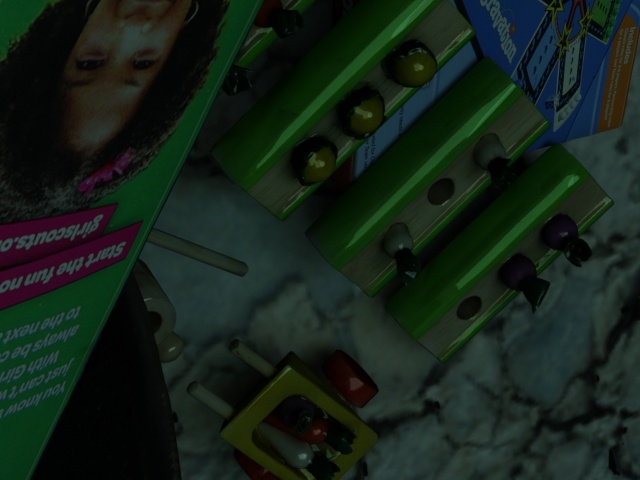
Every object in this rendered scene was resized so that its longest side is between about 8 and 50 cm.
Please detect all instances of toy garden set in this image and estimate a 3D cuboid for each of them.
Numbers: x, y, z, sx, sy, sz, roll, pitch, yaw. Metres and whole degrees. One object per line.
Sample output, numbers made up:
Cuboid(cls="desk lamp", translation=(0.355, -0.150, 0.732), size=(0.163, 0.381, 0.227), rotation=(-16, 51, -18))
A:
Cuboid(cls="toy garden set", translation=(0.000, 0.000, 0.608), size=(0.204, 0.049, 0.244), rotation=(-44, 134, 6))

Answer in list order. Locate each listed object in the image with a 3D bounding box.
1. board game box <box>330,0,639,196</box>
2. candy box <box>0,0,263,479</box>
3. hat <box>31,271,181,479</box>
Cuboid(cls="board game box", translation=(0.076, -0.153, 0.592), size=(0.145, 0.027, 0.281), rotation=(-14, 130, -22))
Cuboid(cls="candy box", translation=(-0.179, -0.044, 0.420), size=(0.122, 0.268, 0.317), rotation=(-15, 138, -56))
Cuboid(cls="hat", translation=(-0.155, 0.131, 0.570), size=(0.331, 0.331, 0.134), rotation=(-59, 151, 3))
